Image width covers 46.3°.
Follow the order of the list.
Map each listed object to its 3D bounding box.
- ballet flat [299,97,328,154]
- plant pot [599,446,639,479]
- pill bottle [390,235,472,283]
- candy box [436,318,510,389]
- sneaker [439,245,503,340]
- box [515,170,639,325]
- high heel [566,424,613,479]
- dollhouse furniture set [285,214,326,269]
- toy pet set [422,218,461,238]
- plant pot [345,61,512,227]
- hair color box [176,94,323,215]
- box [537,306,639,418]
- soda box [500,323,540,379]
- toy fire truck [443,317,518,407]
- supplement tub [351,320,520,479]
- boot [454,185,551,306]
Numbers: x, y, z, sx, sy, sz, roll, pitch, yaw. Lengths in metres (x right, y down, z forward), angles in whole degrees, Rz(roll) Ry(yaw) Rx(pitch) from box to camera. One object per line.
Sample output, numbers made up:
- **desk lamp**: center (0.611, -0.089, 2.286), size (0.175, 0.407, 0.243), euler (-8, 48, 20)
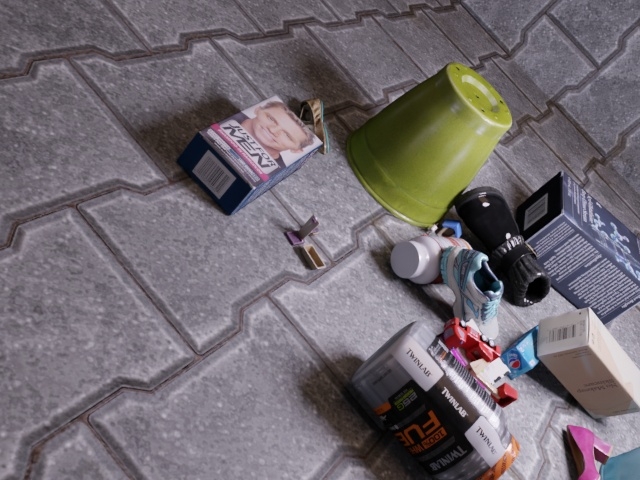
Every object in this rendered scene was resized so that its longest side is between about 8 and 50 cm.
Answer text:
- **ballet flat**: center (-0.022, -0.302, 1.992), size (0.067, 0.073, 0.206), euler (1, 45, -11)
- **plant pot**: center (0.865, 0.598, 1.795), size (0.272, 0.255, 0.271), euler (28, 38, -24)
- **pill bottle**: center (0.279, 0.049, 1.875), size (0.216, 0.121, 0.121), euler (2, 53, -44)
- **candy box**: center (0.318, 0.285, 1.715), size (0.233, 0.071, 0.159), euler (-13, 64, -50)
- **sneaker**: center (0.386, 0.143, 1.812), size (0.110, 0.122, 0.283), euler (-45, 121, -32)
- **box**: center (0.835, 0.025, 2.394), size (0.395, 0.212, 0.293), euler (39, 34, -10)
- **high heel**: center (0.607, 0.533, 1.775), size (0.117, 0.082, 0.244), euler (26, 42, 23)
- **dollhouse furniture set**: center (0.000, 0.000, 1.672), size (0.091, 0.081, 0.114), euler (-10, 62, -50)
- **toy pet set**: center (0.357, -0.008, 2.063), size (0.122, 0.065, 0.114), euler (45, 35, -1)
- **plant pot**: center (0.321, -0.283, 2.057), size (0.366, 0.353, 0.366), euler (27, 39, -24)
- **hair color box**: center (-0.151, -0.204, 1.708), size (0.174, 0.105, 0.347), euler (46, 34, 1)
- **box**: center (0.699, 0.322, 1.930), size (0.311, 0.148, 0.121), euler (44, 43, -27)
- **soda box**: center (0.539, 0.284, 1.943), size (0.210, 0.071, 0.067), euler (-20, 72, -53)
- **toy fire truck**: center (0.351, 0.270, 1.659), size (0.192, 0.047, 0.135), euler (34, 37, -14)
- **supplement tub**: center (0.228, 0.330, 1.469), size (0.316, 0.193, 0.193), euler (48, 35, 5)
- **boot**: center (0.515, 0.018, 2.082), size (0.348, 0.131, 0.260), euler (35, 31, -46)
